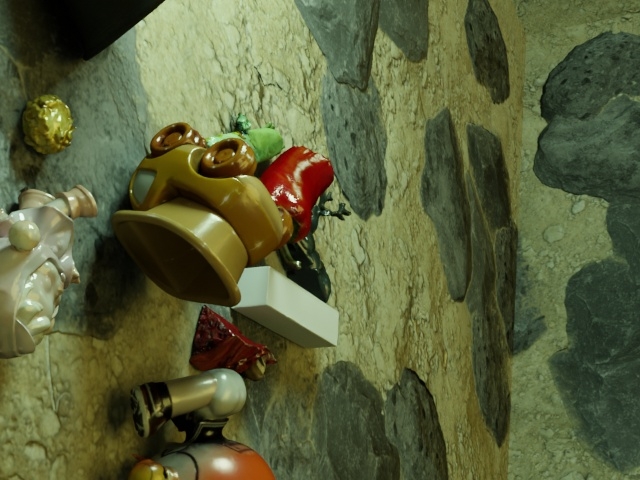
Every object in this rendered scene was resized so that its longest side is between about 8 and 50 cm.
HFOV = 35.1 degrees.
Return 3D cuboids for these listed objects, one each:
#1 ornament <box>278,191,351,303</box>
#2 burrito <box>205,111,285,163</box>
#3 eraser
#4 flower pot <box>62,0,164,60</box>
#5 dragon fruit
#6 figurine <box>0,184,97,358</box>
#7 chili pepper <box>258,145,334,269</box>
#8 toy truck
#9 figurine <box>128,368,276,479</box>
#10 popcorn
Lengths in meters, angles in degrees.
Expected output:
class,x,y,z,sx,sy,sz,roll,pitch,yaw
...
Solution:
class,x,y,z,sx,sy,sz,roll,pitch,yaw
ornament,0.000,0.000,2.112,0.202,0.080,0.236,65,31,-26
burrito,-0.146,-0.188,1.895,0.288,0.054,0.104,-25,104,-62
eraser,-0.062,0.134,1.948,0.298,0.078,0.076,37,51,-56
flower pot,-0.300,-0.389,1.475,0.148,0.235,0.235,49,37,-19
dragon fruit,-0.159,0.198,1.774,0.092,0.122,0.192,-53,151,0
figurine,-0.376,0.034,1.268,0.200,0.133,0.276,99,4,-46
chili pepper,-0.079,-0.054,1.892,0.131,0.134,0.338,44,33,-14
toy truck,-0.181,-0.038,1.555,0.212,0.288,0.204,-50,133,-25
figurine,-0.167,0.364,1.536,0.320,0.196,0.323,14,61,-69
popcorn,-0.375,-0.161,1.403,0.083,0.057,0.082,-34,108,-58
